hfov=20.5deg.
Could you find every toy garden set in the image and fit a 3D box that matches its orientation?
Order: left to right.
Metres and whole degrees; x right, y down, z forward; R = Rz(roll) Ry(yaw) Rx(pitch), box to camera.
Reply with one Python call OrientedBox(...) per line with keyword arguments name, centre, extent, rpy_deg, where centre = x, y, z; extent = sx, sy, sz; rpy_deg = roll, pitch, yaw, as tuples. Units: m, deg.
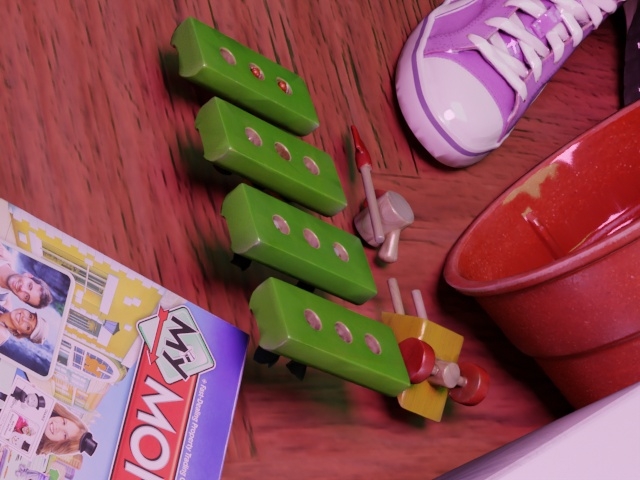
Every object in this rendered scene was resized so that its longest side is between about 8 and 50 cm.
OrientedBox(name="toy garden set", centre=(0.000, 0.000, 1.098), extent=(0.204, 0.049, 0.244), rpy_deg=(25, 37, -44))

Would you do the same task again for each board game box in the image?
OrientedBox(name="board game box", centre=(-0.158, 0.137, 0.891), extent=(0.213, 0.046, 0.317), rpy_deg=(30, 49, -24))

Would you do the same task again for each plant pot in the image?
OrientedBox(name="plant pot", centre=(0.267, 0.056, 1.176), extent=(0.265, 0.272, 0.272), rpy_deg=(56, 42, -12))

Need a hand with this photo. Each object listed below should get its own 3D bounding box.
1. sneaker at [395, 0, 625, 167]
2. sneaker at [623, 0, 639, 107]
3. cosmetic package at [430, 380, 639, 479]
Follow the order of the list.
OrientedBox(name="sneaker", centre=(0.163, -0.170, 1.278), extent=(0.102, 0.161, 0.282), rpy_deg=(47, 45, -11))
OrientedBox(name="sneaker", centre=(0.330, -0.180, 1.459), extent=(0.182, 0.158, 0.410), rpy_deg=(12, 62, -57))
OrientedBox(name="cosmetic package", centre=(0.077, 0.196, 0.931), extent=(0.225, 0.224, 0.138), rpy_deg=(-20, 80, -46))
